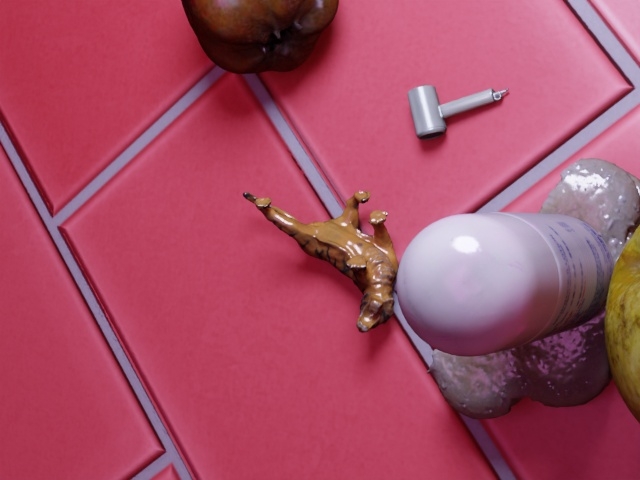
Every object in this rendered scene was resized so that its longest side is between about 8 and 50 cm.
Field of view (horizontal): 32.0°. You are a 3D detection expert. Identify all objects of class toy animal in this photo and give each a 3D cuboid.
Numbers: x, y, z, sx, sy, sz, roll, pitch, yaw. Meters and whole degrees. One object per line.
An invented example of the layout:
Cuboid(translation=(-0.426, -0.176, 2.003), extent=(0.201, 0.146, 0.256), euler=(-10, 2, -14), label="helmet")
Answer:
Cuboid(translation=(0.007, -0.004, 1.430), extent=(0.255, 0.114, 0.116), euler=(35, 146, 30), label="toy animal")

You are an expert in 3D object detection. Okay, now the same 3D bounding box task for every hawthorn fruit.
Cuboid(translation=(-0.096, -0.339, 1.443), extent=(0.208, 0.208, 0.248), euler=(-42, 57, 19), label="hawthorn fruit")

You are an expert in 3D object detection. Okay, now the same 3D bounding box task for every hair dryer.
Cuboid(translation=(0.171, -0.172, 1.377), extent=(0.124, 0.038, 0.063), euler=(-17, 79, 20), label="hair dryer")

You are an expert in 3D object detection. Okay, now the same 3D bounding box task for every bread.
Cuboid(translation=(0.273, 0.078, 1.267), extent=(0.183, 0.102, 0.337), euler=(40, 106, 24), label="bread")

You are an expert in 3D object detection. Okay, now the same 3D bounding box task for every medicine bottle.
Cuboid(translation=(0.181, 0.038, 1.068), extent=(0.130, 0.341, 0.130), euler=(1, 92, 27), label="medicine bottle")

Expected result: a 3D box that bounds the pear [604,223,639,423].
Cuboid(translation=(0.421, 0.086, 1.073), extent=(0.304, 0.304, 0.303), euler=(-2, 86, 28), label="pear")
